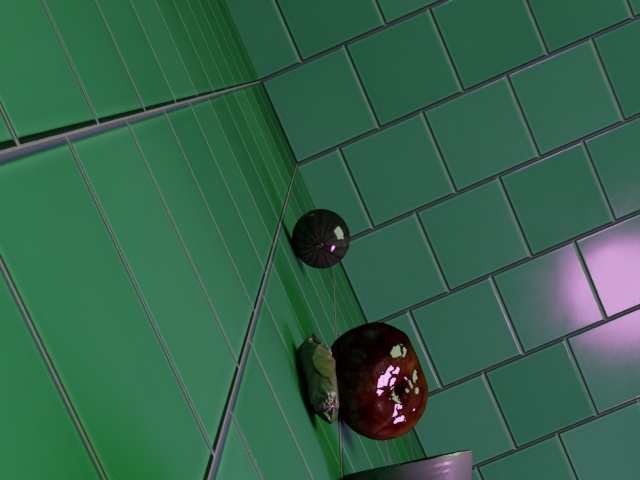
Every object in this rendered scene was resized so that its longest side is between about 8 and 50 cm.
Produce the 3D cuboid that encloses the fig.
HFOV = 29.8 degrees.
[{"bbox_3d":[0.071,0.199,1.807,0.274,0.145,0.170,-165,-128,-77],"label":"fig"}]

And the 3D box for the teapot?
[{"bbox_3d":[0.113,0.342,1.453,0.239,0.162,0.149,7,69,-57],"label":"teapot"}]

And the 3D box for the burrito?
[{"bbox_3d":[0.000,0.172,1.504,0.058,0.045,0.188,58,9,-22],"label":"burrito"}]

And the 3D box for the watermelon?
[{"bbox_3d":[0.000,0.000,2.137,0.133,0.105,0.105,-79,146,-74],"label":"watermelon"}]
